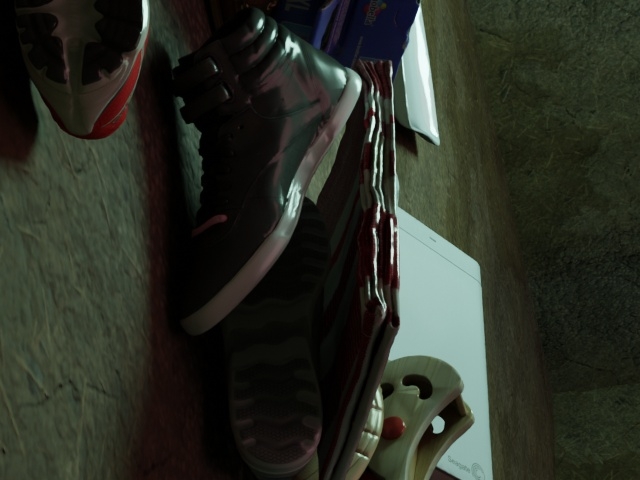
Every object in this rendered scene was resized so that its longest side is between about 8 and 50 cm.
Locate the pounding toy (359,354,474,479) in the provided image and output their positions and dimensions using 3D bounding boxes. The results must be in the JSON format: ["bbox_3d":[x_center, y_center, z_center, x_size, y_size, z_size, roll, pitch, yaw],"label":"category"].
[{"bbox_3d":[0.094,0.233,1.658,0.155,0.154,0.269,68,19,-44],"label":"pounding toy"}]

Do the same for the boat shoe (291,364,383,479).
[{"bbox_3d":[0.000,0.153,1.437,0.285,0.103,0.092,-83,-167,-47],"label":"boat shoe"}]

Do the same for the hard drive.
[{"bbox_3d":[0.132,0.139,1.930,0.233,0.047,0.353,33,45,-39],"label":"hard drive"}]

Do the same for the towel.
[{"bbox_3d":[0.025,0.027,1.330,0.329,0.037,0.237,-89,-170,-46],"label":"towel"}]

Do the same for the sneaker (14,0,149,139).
[{"bbox_3d":[-0.161,-0.194,1.023,0.118,0.107,0.279,97,-4,-63],"label":"sneaker"}]

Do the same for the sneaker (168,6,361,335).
[{"bbox_3d":[-0.083,-0.069,1.249,0.147,0.104,0.296,39,58,-21],"label":"sneaker"}]

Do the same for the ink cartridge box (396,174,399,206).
[{"bbox_3d":[0.085,-0.102,2.110,0.063,0.029,0.115,-81,160,-53],"label":"ink cartridge box"}]

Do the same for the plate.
[{"bbox_3d":[0.133,-0.297,2.403,0.278,0.045,0.277,11,72,-76],"label":"plate"}]

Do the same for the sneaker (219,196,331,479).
[{"bbox_3d":[-0.050,0.084,1.326,0.115,0.105,0.281,101,-7,-58],"label":"sneaker"}]

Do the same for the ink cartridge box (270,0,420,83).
[{"bbox_3d":[0.032,-0.334,1.556,0.270,0.151,0.395,109,-15,-50],"label":"ink cartridge box"}]

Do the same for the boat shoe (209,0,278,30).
[{"bbox_3d":[-0.072,-0.246,1.430,0.073,0.073,0.207,-80,159,-56],"label":"boat shoe"}]
